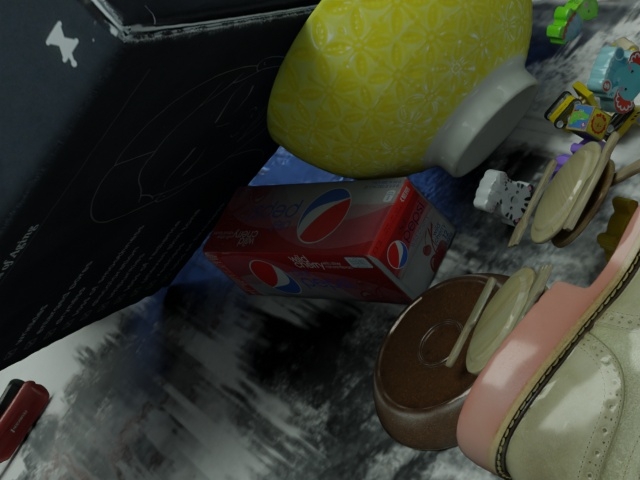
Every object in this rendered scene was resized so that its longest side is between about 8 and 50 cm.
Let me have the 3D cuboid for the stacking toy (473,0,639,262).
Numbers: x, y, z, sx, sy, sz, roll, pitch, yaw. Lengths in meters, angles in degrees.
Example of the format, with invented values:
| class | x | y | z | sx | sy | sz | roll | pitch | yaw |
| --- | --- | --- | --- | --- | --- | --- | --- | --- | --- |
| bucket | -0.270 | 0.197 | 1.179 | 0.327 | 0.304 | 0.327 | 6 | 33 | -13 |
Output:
| class | x | y | z | sx | sy | sz | roll | pitch | yaw |
| --- | --- | --- | --- | --- | --- | --- | --- | --- | --- |
| stacking toy | 0.228 | -0.096 | 0.860 | 0.167 | 0.052 | 0.221 | 23 | 91 | 57 |

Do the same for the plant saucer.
| class | x | y | z | sx | sy | sz | roll | pitch | yaw |
| --- | --- | --- | --- | --- | --- | --- | --- | --- | --- |
| plant saucer | 0.105 | 0.090 | 0.871 | 0.168 | 0.029 | 0.168 | -30 | 36 | 26 |

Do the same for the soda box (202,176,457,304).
| class | x | y | z | sx | sy | sz | roll | pitch | yaw |
| --- | --- | --- | --- | --- | --- | --- | --- | --- | --- |
| soda box | 0.000 | 0.000 | 1.044 | 0.263 | 0.083 | 0.092 | 0 | 55 | 50 |

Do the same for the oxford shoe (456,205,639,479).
| class | x | y | z | sx | sy | sz | roll | pitch | yaw |
| --- | --- | --- | --- | --- | --- | --- | --- | --- | --- |
| oxford shoe | 0.268 | 0.027 | 0.682 | 0.397 | 0.140 | 0.146 | -51 | 53 | 0 |

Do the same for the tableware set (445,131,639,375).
| class | x | y | z | sx | sy | sz | roll | pitch | yaw |
| --- | --- | --- | --- | --- | --- | --- | --- | --- | --- |
| tableware set | 0.167 | 0.018 | 0.775 | 0.194 | 0.039 | 0.128 | -61 | 6 | -9 |

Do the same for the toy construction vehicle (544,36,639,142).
| class | x | y | z | sx | sy | sz | roll | pitch | yaw |
| --- | --- | --- | --- | --- | --- | --- | --- | --- | --- |
| toy construction vehicle | 0.254 | -0.123 | 0.927 | 0.098 | 0.035 | 0.086 | -51 | 30 | 10 |

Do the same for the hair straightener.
| class | x | y | z | sx | sy | sz | roll | pitch | yaw |
| --- | --- | --- | --- | --- | --- | --- | --- | --- | --- |
| hair straightener | -0.413 | 0.271 | 1.286 | 0.089 | 0.047 | 0.230 | 0 | 59 | 51 |

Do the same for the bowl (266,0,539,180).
| class | x | y | z | sx | sy | sz | roll | pitch | yaw |
| --- | --- | --- | --- | --- | --- | --- | --- | --- | --- |
| bowl | 0.106 | -0.150 | 0.984 | 0.289 | 0.156 | 0.289 | -43 | -15 | -14 |

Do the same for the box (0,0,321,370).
| class | x | y | z | sx | sy | sz | roll | pitch | yaw |
| --- | --- | --- | --- | --- | --- | --- | --- | --- | --- |
| box | -0.248 | -0.133 | 0.992 | 0.480 | 0.297 | 0.472 | -48 | -7 | 29 |
